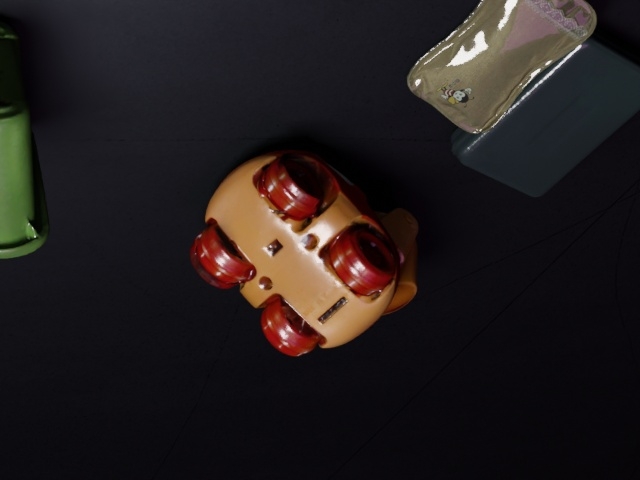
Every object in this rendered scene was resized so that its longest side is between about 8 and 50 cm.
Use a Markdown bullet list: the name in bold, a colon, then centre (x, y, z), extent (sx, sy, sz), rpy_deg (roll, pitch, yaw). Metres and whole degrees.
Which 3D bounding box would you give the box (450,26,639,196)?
- **box**: centre (0.282, -0.153, 1.877), extent (0.160, 0.050, 0.230), rpy_deg (22, 128, -35)

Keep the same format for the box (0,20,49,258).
- **box**: centre (-0.439, -0.110, 1.570), extent (0.329, 0.252, 0.177), rpy_deg (0, 125, -18)

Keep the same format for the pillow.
- **pillow**: centre (0.202, -0.217, 1.781), extent (0.130, 0.033, 0.217), rpy_deg (35, 122, -20)

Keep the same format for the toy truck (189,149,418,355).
- **toy truck**: centre (0.000, 0.000, 1.894), extent (0.265, 0.239, 0.189), rpy_deg (47, 119, -2)
